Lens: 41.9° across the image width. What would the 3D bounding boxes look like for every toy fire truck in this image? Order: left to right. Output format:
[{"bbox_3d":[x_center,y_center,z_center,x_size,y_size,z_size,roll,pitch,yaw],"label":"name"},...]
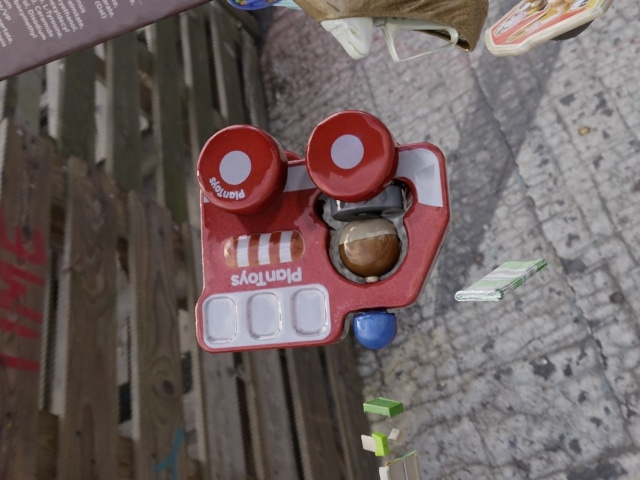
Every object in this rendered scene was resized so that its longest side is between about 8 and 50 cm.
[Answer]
[{"bbox_3d":[0.000,0.000,0.958,0.302,0.169,0.253,-5,82,15],"label":"toy fire truck"}]

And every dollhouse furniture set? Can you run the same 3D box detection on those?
[{"bbox_3d":[0.109,0.333,1.342,0.059,0.076,0.151,-2,100,51],"label":"dollhouse furniture set"}]

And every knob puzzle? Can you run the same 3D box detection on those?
[{"bbox_3d":[0.254,-0.270,0.930,0.213,0.030,0.213,-36,19,14],"label":"knob puzzle"}]

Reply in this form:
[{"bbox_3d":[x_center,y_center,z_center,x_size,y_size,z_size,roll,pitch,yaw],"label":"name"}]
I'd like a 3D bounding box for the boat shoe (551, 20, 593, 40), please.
[{"bbox_3d":[0.387,-0.473,1.273,0.123,0.323,0.120,-12,38,-23],"label":"boat shoe"}]

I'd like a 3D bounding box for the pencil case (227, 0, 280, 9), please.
[{"bbox_3d":[-0.145,-0.470,1.184,0.133,0.119,0.306,-21,71,-26],"label":"pencil case"}]

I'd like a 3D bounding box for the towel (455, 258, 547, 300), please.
[{"bbox_3d":[0.335,0.071,1.556,0.152,0.023,0.113,-29,14,-34],"label":"towel"}]

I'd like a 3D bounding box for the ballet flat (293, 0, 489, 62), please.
[{"bbox_3d":[0.108,-0.350,1.342,0.116,0.343,0.124,-162,73,-73],"label":"ballet flat"}]

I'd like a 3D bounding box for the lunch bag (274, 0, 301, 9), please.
[{"bbox_3d":[-0.064,-0.667,1.995,0.262,0.223,0.160,7,18,5],"label":"lunch bag"}]

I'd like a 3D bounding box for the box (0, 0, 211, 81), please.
[{"bbox_3d":[-0.243,-0.234,0.722,0.382,0.143,0.191,-18,25,14],"label":"box"}]
